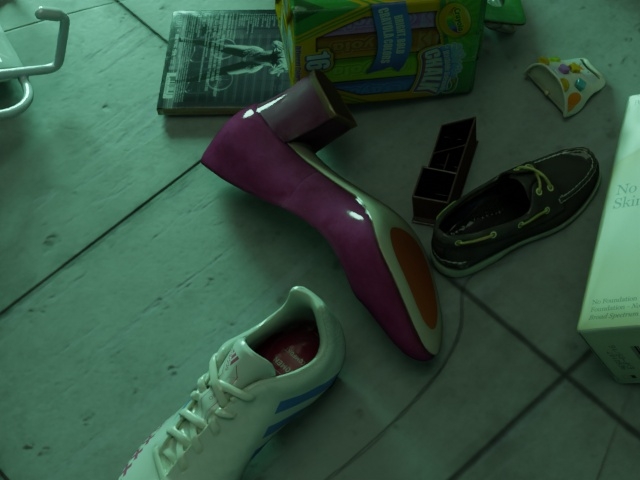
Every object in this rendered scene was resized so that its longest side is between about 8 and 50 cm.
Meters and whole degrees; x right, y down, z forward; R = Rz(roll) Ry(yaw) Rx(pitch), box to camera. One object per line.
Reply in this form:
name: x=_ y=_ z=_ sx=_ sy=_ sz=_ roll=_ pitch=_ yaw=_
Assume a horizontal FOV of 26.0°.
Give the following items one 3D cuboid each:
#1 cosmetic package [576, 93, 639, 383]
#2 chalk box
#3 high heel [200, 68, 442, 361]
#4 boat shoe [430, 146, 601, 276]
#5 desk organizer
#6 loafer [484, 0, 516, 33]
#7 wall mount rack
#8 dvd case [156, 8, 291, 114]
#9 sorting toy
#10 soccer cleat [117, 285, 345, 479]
cosmetic package: x=0.384 y=-0.012 z=1.443 sx=0.160 sy=0.113 sz=0.309 roll=-8 pitch=51 yaw=36
chalk box: x=0.098 y=-0.289 z=1.644 sx=0.289 sy=0.179 sz=0.180 roll=-7 pitch=57 yaw=-5
high heel: x=0.000 y=0.000 z=1.546 sx=0.181 sy=0.127 sz=0.377 roll=-34 pitch=59 yaw=19
boat shoe: x=0.221 y=-0.042 z=1.541 sx=0.227 sy=0.069 sz=0.081 roll=-33 pitch=59 yaw=-14
desk organizer: x=0.143 y=-0.082 z=1.588 sx=0.047 sy=0.050 sz=0.130 roll=12 pitch=59 yaw=14
loafer: x=0.214 y=-0.307 z=1.743 sx=0.045 sy=0.039 sz=0.125 roll=-38 pitch=47 yaw=32
wall mount rack: x=-0.488 y=-0.287 z=1.701 sx=0.304 sy=0.130 sz=0.350 roll=-9 pitch=43 yaw=-29
dvd case: x=-0.085 y=-0.224 z=1.731 sx=0.221 sy=0.018 sz=0.164 roll=0 pitch=56 yaw=7
sorting toy: x=0.299 y=-0.196 z=1.658 sx=0.075 sy=0.045 sz=0.083 roll=-18 pitch=54 yaw=-28
soccer cleat: x=-0.104 y=0.176 z=1.391 sx=0.116 sy=0.143 sz=0.331 roll=33 pitch=66 yaw=25
